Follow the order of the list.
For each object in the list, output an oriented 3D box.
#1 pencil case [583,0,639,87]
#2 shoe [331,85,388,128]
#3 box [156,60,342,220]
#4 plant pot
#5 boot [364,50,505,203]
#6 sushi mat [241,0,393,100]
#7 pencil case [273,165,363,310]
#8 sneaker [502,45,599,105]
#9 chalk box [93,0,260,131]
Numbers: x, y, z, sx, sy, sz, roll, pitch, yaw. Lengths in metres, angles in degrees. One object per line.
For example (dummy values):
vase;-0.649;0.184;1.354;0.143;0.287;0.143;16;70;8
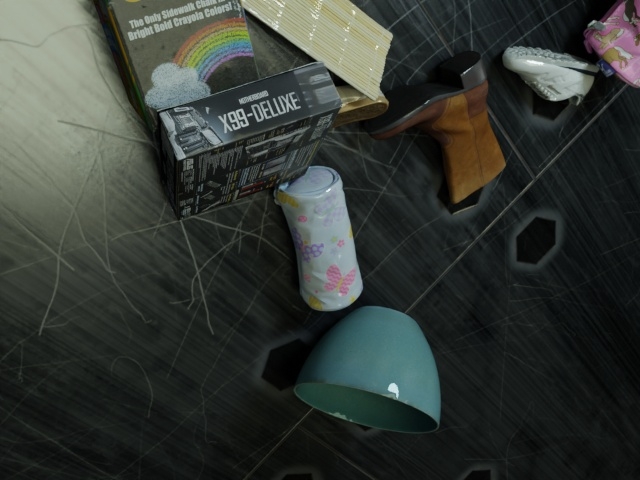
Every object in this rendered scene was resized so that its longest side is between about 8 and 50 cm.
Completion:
pencil case;0.673;-0.472;1.315;0.167;0.160;0.386;3;136;-40
shoe;0.010;-0.232;1.241;0.219;0.076;0.058;-15;75;-14
box;-0.118;-0.140;1.078;0.243;0.307;0.076;-22;82;-15
plant pot;0.112;0.247;1.418;0.290;0.290;0.195;35;60;-35
boot;0.228;-0.188;1.373;0.264;0.096;0.280;-37;133;-15
sushi mat;-0.006;-0.362;1.140;0.317;0.019;0.151;27;65;-35
pencil case;0.000;0.000;1.311;0.124;0.113;0.273;-18;121;-7
sneaker;0.453;-0.325;1.404;0.235;0.090;0.094;4;122;-27
chalk box;-0.218;-0.334;0.999;0.180;0.179;0.288;-21;121;-16
